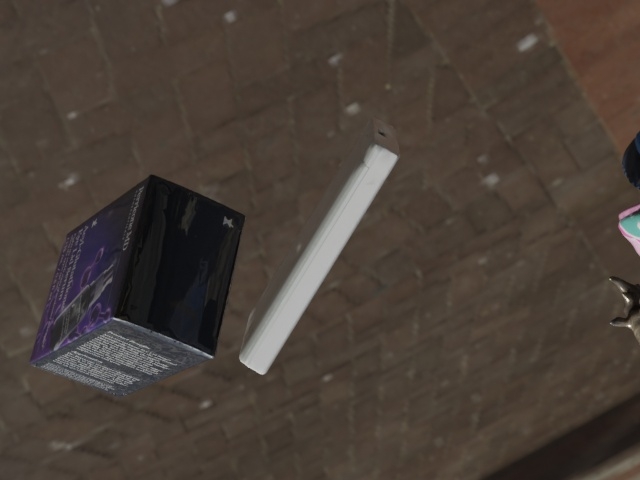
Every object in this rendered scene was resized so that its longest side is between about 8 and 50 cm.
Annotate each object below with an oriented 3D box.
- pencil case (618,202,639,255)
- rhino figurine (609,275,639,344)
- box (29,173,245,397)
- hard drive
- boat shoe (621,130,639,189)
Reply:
[{"bbox_3d":[0.245,0.092,0.665,0.124,0.284,0.124,-15,165,-4],"label":"pencil case"},{"bbox_3d":[0.413,0.136,1.572,0.073,0.243,0.106,-40,175,30],"label":"rhino figurine"},{"bbox_3d":[-0.178,0.049,1.318,0.108,0.153,0.207,24,150,-25],"label":"box"},{"bbox_3d":[0.000,0.000,1.673,0.307,0.040,0.203,-58,-174,13],"label":"hard drive"},{"bbox_3d":[0.367,-0.014,1.171,0.258,0.109,0.089,22,130,-11],"label":"boat shoe"}]
